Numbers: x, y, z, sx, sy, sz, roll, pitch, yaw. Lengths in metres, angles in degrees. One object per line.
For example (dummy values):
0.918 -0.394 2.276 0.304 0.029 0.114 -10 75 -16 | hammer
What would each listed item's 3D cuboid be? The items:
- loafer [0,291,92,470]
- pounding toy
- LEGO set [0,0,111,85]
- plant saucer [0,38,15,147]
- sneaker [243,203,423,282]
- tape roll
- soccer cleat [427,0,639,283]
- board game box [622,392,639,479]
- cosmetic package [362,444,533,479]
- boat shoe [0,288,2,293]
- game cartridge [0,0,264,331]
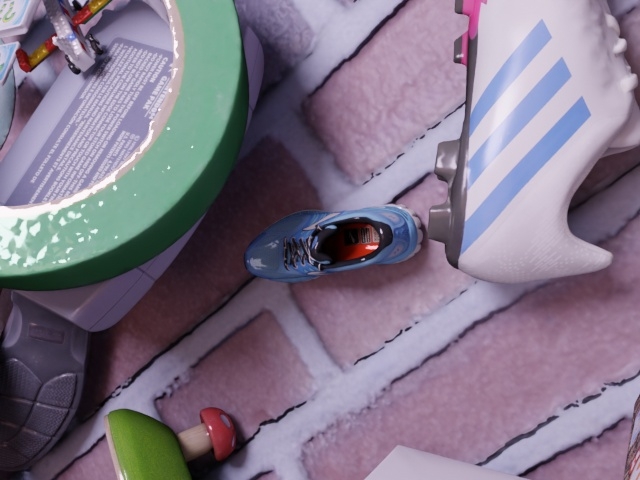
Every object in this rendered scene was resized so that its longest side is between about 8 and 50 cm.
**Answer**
-0.285 0.103 0.746 0.109 0.095 0.303 20 108 -7 | loafer
-0.110 0.241 0.634 0.237 0.110 0.183 -134 30 -54 | pounding toy
-0.262 -0.240 0.682 0.244 0.060 0.183 2 68 30 | LEGO set
-0.441 -0.172 0.825 0.194 0.037 0.195 1 92 27 | plant saucer
0.000 0.000 0.594 0.162 0.073 0.063 -13 87 26 | sneaker
-0.217 -0.125 0.539 0.321 0.077 0.321 0 78 -1 | tape roll
0.163 -0.132 0.501 0.143 0.116 0.331 6 98 10 | soccer cleat
0.289 0.115 0.337 0.232 0.291 0.141 28 104 23 | board game box
0.186 0.293 0.473 0.365 0.155 0.197 6 98 25 | cosmetic package
-0.380 0.081 0.705 0.104 0.089 0.285 -47 33 46 | boat shoe
-0.180 -0.076 0.629 0.198 0.062 0.297 22 75 21 | game cartridge
